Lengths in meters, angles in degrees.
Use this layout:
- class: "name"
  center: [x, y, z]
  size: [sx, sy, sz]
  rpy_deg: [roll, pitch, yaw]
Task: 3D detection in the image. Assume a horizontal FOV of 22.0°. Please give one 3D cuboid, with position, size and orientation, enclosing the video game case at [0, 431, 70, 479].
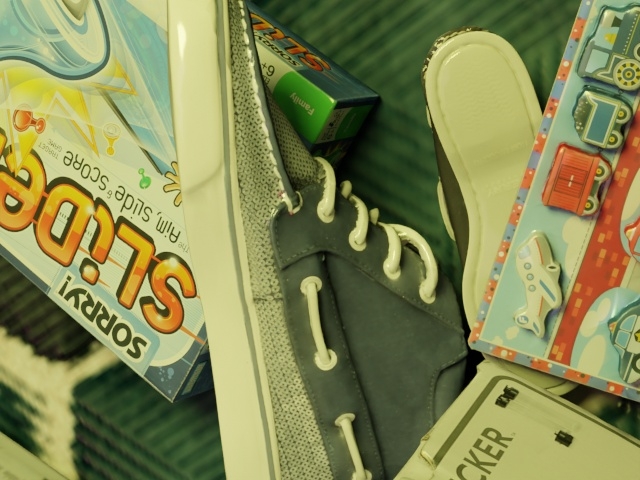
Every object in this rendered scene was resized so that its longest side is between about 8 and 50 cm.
- class: "video game case"
  center: [-0.220, 0.141, 0.582]
  size: [0.329, 0.300, 0.036]
  rpy_deg: [30, 126, 23]

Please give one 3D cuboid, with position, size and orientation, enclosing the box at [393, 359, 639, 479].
- class: "box"
  center: [0.010, 0.200, 0.512]
  size: [0.087, 0.169, 0.290]
  rpy_deg: [28, 115, 12]

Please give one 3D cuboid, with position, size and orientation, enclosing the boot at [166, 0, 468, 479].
- class: "boot"
  center: [0.000, 0.000, 0.545]
  size: [0.086, 0.069, 0.190]
  rpy_deg: [-8, 114, -3]

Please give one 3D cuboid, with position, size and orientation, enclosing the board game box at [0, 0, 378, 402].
- class: "board game box"
  center: [-0.090, -0.053, 0.628]
  size: [0.201, 0.035, 0.136]
  rpy_deg: [37, 114, 20]

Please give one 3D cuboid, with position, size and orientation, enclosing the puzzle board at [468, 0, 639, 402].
- class: "puzzle board"
  center: [0.110, -0.009, 0.510]
  size: [0.096, 0.011, 0.128]
  rpy_deg: [18, 108, 3]

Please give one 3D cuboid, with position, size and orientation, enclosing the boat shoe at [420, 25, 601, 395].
- class: "boat shoe"
  center: [0.061, -0.010, 0.544]
  size: [0.046, 0.038, 0.125]
  rpy_deg: [-19, 101, 5]
